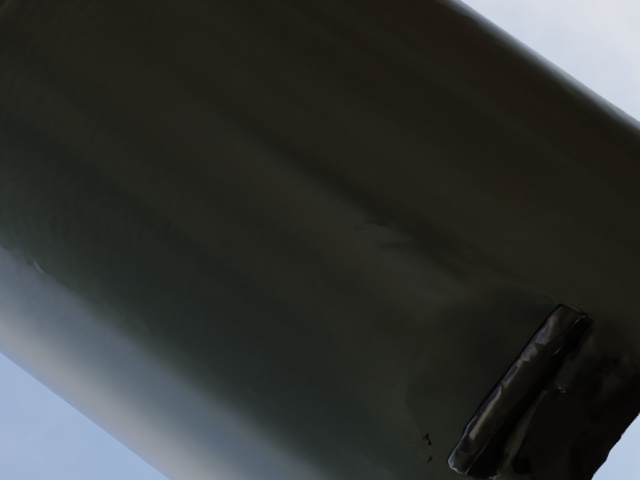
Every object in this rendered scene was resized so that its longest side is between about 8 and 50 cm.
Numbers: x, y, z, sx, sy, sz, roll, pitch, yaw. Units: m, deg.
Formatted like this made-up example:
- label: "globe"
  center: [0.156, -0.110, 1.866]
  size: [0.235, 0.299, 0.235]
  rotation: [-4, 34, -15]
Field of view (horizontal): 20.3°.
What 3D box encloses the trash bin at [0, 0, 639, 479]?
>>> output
- label: "trash bin"
  center: [0.000, 0.000, 0.685]
  size: [0.262, 0.277, 0.217]
  rotation: [36, -90, 7]
